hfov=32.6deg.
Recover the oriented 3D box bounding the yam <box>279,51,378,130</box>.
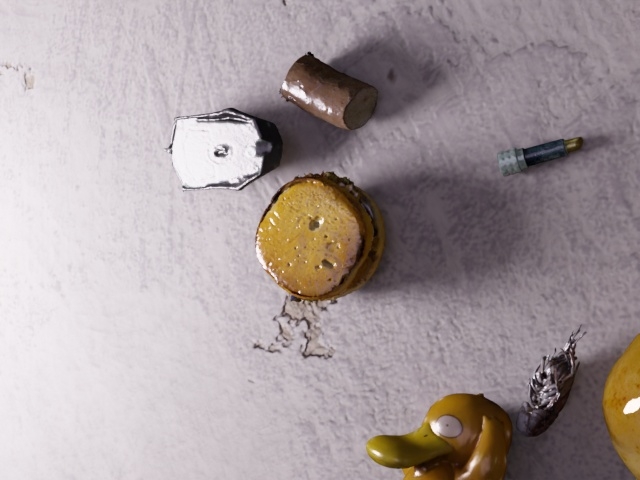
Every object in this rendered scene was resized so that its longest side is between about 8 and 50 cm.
[{"bbox_3d":[0.012,-0.218,1.618,0.127,0.084,0.084,31,100,28],"label":"yam"}]

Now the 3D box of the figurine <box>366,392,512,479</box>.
[{"bbox_3d":[0.168,0.325,1.457,0.215,0.215,0.228,-7,97,26],"label":"figurine"}]

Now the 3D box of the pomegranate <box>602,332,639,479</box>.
[{"bbox_3d":[0.447,0.199,1.291,0.233,0.233,0.233,-2,85,26],"label":"pomegranate"}]

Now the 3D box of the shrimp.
[{"bbox_3d":[0.307,0.184,1.446,0.056,0.065,0.165,22,96,50],"label":"shrimp"}]

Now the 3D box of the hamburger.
[{"bbox_3d":[0.000,-0.009,1.584,0.181,0.118,0.191,-32,76,17],"label":"hamburger"}]

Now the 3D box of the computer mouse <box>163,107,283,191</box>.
[{"bbox_3d":[-0.147,-0.140,1.696,0.231,0.071,0.126,-4,98,36],"label":"computer mouse"}]

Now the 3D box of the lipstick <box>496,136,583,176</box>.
[{"bbox_3d":[0.301,-0.118,1.492,0.116,0.037,0.037,-14,80,20],"label":"lipstick"}]
